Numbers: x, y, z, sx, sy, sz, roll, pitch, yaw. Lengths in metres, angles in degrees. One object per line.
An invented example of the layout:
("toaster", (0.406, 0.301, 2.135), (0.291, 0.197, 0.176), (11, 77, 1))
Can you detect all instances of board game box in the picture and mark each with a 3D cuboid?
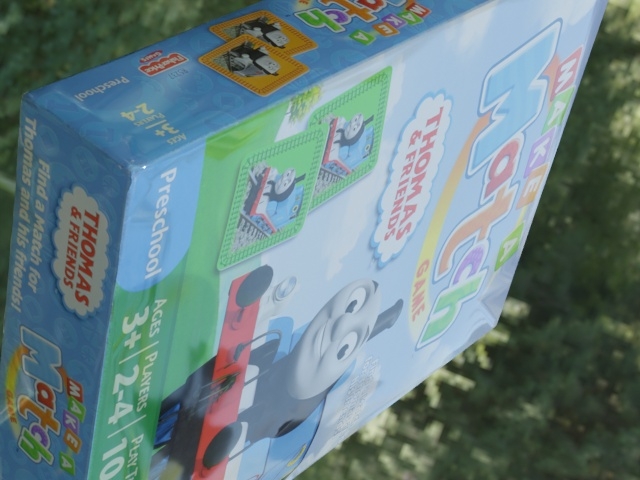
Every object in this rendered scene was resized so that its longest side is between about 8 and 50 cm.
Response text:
("board game box", (0.000, 0.000, 0.426), (0.211, 0.039, 0.160), (-32, 146, -44))
